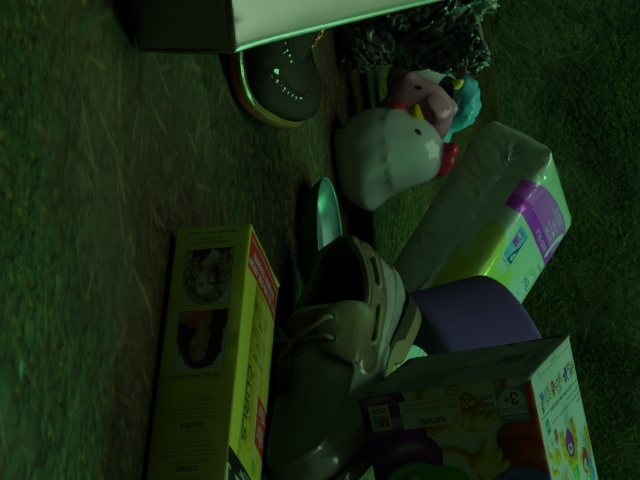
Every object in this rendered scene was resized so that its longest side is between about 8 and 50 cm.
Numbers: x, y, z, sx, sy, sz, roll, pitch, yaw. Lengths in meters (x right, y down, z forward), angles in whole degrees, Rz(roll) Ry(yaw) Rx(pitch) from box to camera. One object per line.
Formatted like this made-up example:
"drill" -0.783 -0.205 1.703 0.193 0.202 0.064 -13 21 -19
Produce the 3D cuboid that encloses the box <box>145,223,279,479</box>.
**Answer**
"box" -0.071 0.108 1.141 0.087 0.058 0.232 69 20 -53

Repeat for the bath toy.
"bath toy" 0.104 -0.125 1.907 0.348 0.129 0.151 -48 133 -73

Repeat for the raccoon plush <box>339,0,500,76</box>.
"raccoon plush" 0.074 -0.373 1.777 0.446 0.216 0.299 52 42 -51

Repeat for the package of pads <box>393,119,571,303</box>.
"package of pads" 0.157 0.041 1.878 0.296 0.101 0.229 -57 160 -7

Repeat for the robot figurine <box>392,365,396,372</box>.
"robot figurine" 0.041 0.142 1.653 0.101 0.067 0.115 -138 -143 -65

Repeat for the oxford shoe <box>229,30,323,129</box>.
"oxford shoe" -0.025 -0.170 1.361 0.271 0.098 0.097 63 26 -62

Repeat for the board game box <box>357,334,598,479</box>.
"board game box" 0.142 0.231 1.348 0.144 0.142 0.275 -25 103 -68

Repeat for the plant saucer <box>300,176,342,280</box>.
"plant saucer" 0.000 0.000 1.618 0.119 0.021 0.119 -5 90 -78

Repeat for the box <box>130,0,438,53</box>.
"box" -0.006 -0.204 1.183 0.275 0.094 0.113 -19 108 -46

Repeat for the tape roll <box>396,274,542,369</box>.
"tape roll" 0.144 0.175 1.616 0.275 0.090 0.275 166 -90 -74

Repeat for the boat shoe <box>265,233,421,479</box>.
"boat shoe" 0.004 0.103 1.431 0.103 0.113 0.302 59 23 -20
